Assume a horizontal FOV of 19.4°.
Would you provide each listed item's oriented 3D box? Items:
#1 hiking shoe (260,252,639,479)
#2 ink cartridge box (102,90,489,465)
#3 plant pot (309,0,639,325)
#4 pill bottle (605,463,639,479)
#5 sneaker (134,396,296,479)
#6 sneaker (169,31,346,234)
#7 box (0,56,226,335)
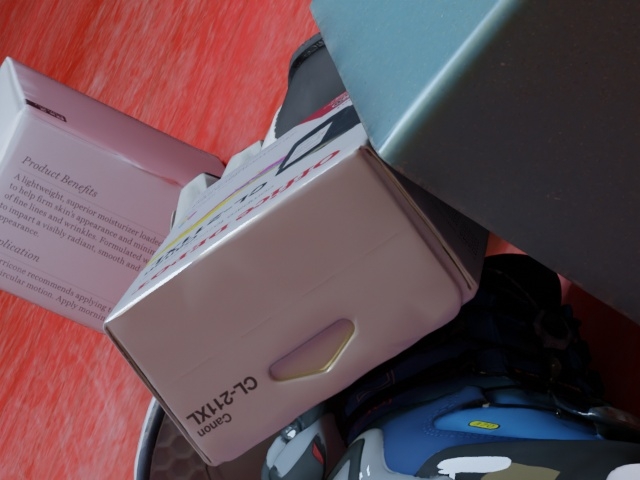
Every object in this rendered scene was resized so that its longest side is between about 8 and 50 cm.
[{"bbox_3d":[0.059,0.062,0.732,0.132,0.113,0.304,-69,20,-7],"label":"hiking shoe"},{"bbox_3d":[0.000,0.000,0.754,0.127,0.072,0.175,-34,9,16],"label":"ink cartridge box"},{"bbox_3d":[0.138,-0.111,0.673,0.234,0.165,0.165,-54,22,16],"label":"plant pot"},{"bbox_3d":[0.093,0.178,0.495,0.124,0.124,0.221,-20,48,64],"label":"pill bottle"},{"bbox_3d":[-0.064,0.131,0.943,0.163,0.086,0.226,-138,52,-72],"label":"sneaker"},{"bbox_3d":[0.004,0.007,0.953,0.330,0.122,0.146,134,151,-58],"label":"sneaker"},{"bbox_3d":[-0.156,-0.022,1.289,0.119,0.181,0.182,-61,19,9],"label":"box"}]
